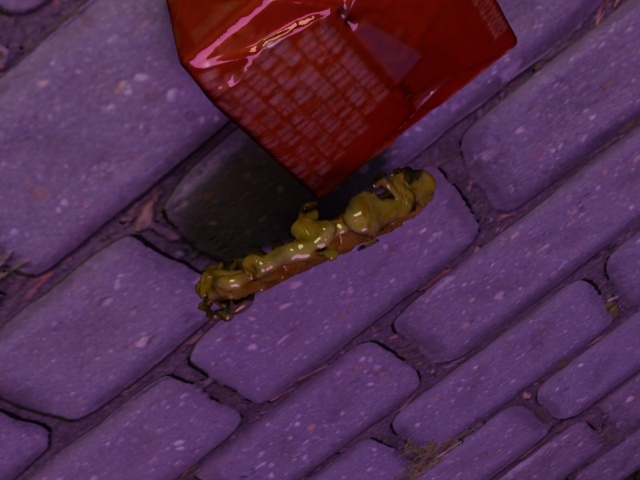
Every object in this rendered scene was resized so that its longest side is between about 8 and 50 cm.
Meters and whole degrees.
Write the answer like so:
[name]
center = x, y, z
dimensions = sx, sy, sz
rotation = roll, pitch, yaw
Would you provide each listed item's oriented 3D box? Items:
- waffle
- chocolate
[waffle]
center = -0.002, -0.003, 1.039
dimensions = 0.262, 0.060, 0.280
rotation = -28, 179, -14
[chocolate]
center = 0.018, -0.181, 0.906
dimensions = 0.234, 0.108, 0.237
rotation = -38, 143, 8
